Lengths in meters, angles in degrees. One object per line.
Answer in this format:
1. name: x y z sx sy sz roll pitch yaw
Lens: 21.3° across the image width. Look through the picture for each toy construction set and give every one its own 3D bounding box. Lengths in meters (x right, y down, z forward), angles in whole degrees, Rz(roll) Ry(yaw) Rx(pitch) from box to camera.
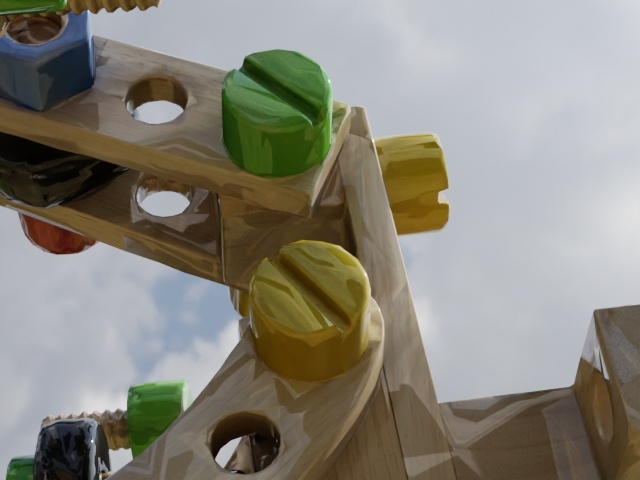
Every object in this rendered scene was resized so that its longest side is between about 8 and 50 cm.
1. toy construction set: 0.000 0.000 0.514 0.237 0.257 0.309 -4 -62 1
